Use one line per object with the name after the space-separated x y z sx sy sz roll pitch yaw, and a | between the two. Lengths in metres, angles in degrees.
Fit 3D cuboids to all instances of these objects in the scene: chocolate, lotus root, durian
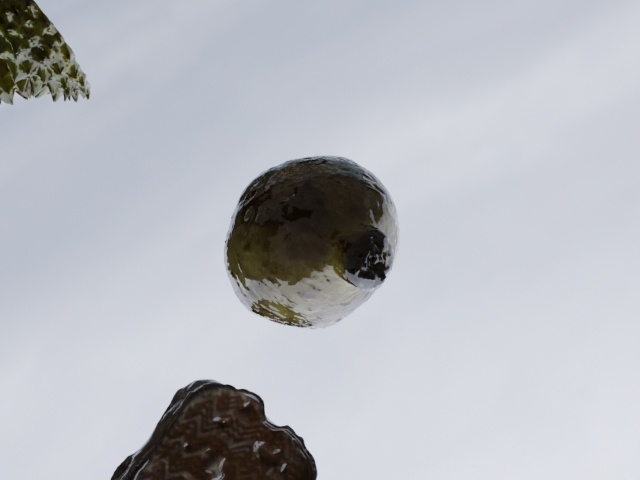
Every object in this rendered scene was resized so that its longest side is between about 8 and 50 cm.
-0.115 0.232 1.578 0.214 0.148 0.093 -51 -163 -7 | chocolate
0.000 0.000 1.307 0.138 0.138 0.214 -35 -169 -18 | lotus root
-0.287 -0.163 1.560 0.108 0.187 0.119 -42 -138 -6 | durian
